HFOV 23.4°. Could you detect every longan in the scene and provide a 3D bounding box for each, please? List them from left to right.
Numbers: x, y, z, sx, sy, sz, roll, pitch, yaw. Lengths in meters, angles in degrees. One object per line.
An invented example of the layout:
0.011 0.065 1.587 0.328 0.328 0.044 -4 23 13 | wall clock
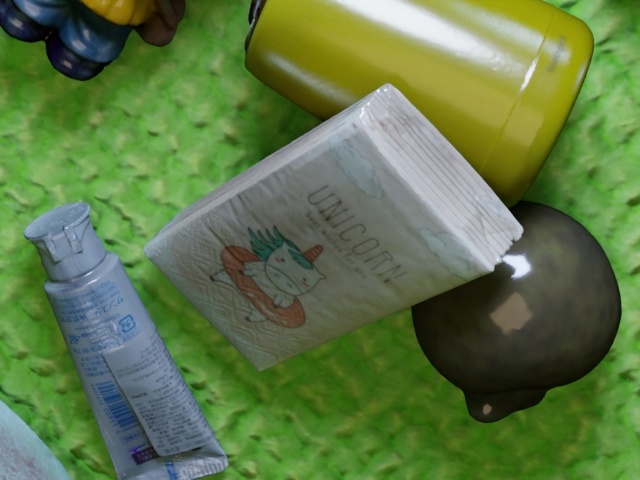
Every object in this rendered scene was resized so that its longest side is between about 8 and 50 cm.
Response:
0.169 0.065 1.356 0.184 0.159 0.204 12 106 -4 | longan

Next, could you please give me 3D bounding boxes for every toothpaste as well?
-0.189 0.108 1.456 0.114 0.073 0.299 -17 114 9 | toothpaste

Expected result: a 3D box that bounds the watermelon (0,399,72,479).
-0.336 0.302 1.453 0.289 0.214 0.320 22 100 -5 | watermelon

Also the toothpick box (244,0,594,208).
0.073 -0.154 1.285 0.271 0.175 0.175 25 109 0 | toothpick box

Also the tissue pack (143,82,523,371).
0.000 0.000 1.310 0.170 0.071 0.325 49 140 -12 | tissue pack

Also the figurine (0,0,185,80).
-0.141 -0.271 1.243 0.185 0.204 0.332 36 108 -10 | figurine
